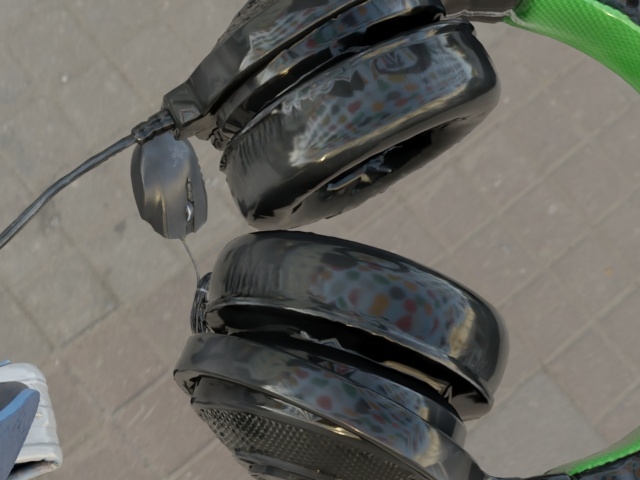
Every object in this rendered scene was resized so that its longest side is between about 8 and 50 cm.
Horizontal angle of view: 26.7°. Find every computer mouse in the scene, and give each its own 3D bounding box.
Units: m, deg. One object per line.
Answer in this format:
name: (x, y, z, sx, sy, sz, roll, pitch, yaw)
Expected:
computer mouse: (-0.123, 0.004, 1.301, 0.071, 0.041, 0.242, -34, 116, -40)

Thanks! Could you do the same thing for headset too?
headset: (0.000, 0.000, 0.583, 0.394, 0.185, 0.243, 2, 75, -12)

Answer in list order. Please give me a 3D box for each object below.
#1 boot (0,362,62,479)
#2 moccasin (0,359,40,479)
boot: (-0.398, 0.213, 1.395, 0.258, 0.095, 0.123, -12, 63, -21)
moccasin: (-0.304, 0.147, 1.058, 0.117, 0.342, 0.137, 21, 82, 1)
